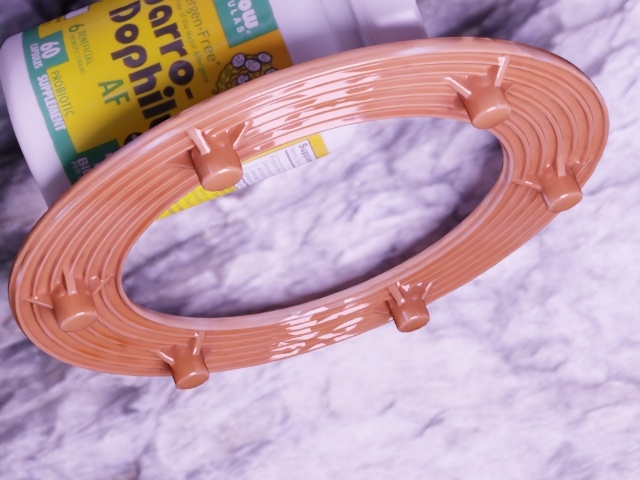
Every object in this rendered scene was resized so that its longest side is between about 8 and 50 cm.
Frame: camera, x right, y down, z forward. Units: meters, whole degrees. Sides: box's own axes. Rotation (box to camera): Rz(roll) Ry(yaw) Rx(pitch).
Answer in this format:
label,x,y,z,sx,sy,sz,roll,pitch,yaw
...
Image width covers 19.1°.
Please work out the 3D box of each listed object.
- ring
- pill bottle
label,x,y,z,sx,sy,sz,roll,pitch,yaw
ring,0.000,0.000,1.021,0.336,0.032,0.336,-17,156,-8
pill bottle,-0.050,-0.086,0.984,0.208,0.117,0.117,-20,128,2
